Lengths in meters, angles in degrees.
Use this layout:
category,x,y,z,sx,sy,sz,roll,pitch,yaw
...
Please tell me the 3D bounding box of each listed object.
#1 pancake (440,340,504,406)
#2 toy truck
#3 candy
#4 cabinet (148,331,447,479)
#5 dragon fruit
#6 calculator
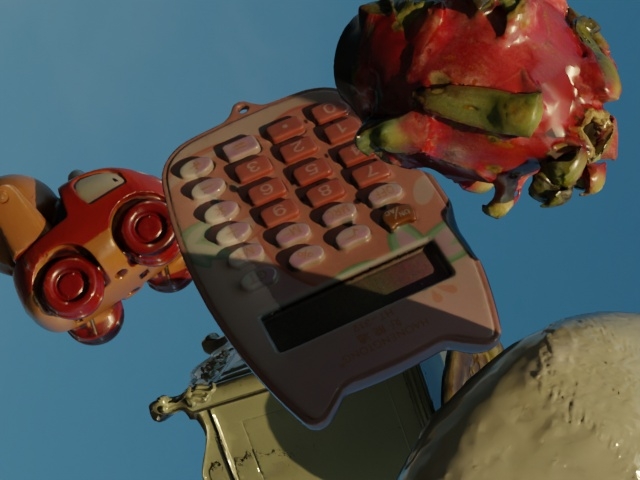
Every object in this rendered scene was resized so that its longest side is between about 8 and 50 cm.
category,x,y,z,sx,sy,sz,roll,pitch,yaw
pancake,0.189,0.208,1.721,0.031,0.250,0.250,-19,-117,23
toy truck,-0.299,-0.013,1.984,0.265,0.189,0.239,-34,-106,-7
candy,0.192,0.181,1.039,0.295,0.295,0.185,-64,-149,16
cabinet,0.003,0.200,1.923,0.318,0.290,0.227,-18,-80,14
dragon fruit,0.108,-0.097,1.037,0.172,0.160,0.166,21,-119,38
calculator,0.000,0.000,1.304,0.048,0.220,0.329,78,-15,-55
